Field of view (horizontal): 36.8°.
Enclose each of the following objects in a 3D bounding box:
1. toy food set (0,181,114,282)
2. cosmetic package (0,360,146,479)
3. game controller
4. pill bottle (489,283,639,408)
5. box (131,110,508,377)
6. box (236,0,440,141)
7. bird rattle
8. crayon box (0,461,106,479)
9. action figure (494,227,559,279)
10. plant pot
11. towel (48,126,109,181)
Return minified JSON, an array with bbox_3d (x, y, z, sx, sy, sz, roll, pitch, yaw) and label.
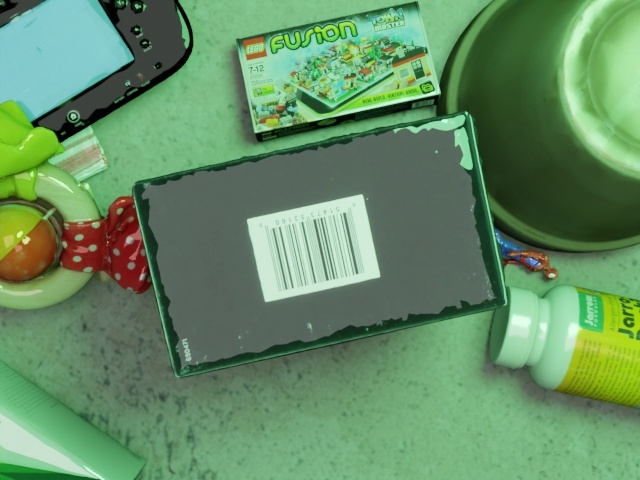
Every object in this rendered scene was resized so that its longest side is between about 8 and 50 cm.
[{"bbox_3d":[-0.332,0.008,1.063,0.192,0.038,0.132,-12,101,-9],"label":"toy food set"},{"bbox_3d":[-0.348,0.279,1.028,0.225,0.138,0.224,34,90,-2],"label":"cosmetic package"},{"bbox_3d":[-0.298,-0.191,1.032,0.319,0.067,0.166,-31,88,1],"label":"game controller"},{"bbox_3d":[0.295,0.112,1.041,0.208,0.117,0.117,12,91,0],"label":"pill bottle"},{"bbox_3d":[0.000,0.000,0.948,0.296,0.294,0.182,-12,93,0],"label":"box"},{"bbox_3d":[0.018,-0.187,1.065,0.207,0.036,0.114,-12,80,0],"label":"box"},{"bbox_3d":[-0.288,-0.017,1.008,0.207,0.143,0.253,-40,120,11],"label":"bird rattle"},{"bbox_3d":[-0.367,0.310,0.918,0.319,0.081,0.202,11,91,-2],"label":"crayon box"},{"bbox_3d":[0.215,0.014,1.080,0.115,0.038,0.030,25,68,0],"label":"action figure"},{"bbox_3d":[0.292,-0.144,0.959,0.323,0.280,0.323,0,91,1],"label":"plant pot"},{"bbox_3d":[-0.341,-0.139,1.079,0.144,0.029,0.197,-27,88,-1],"label":"towel"}]
